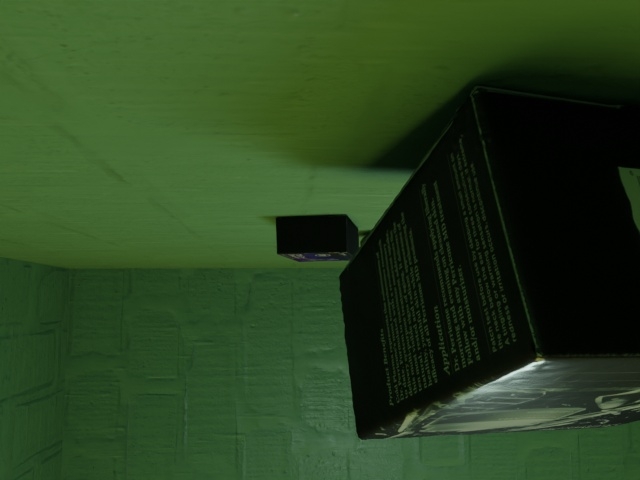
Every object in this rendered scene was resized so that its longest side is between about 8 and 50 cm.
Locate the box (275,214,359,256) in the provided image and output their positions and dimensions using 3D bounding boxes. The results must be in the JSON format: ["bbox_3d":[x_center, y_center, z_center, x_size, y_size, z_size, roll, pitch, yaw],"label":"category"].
[{"bbox_3d":[0.000,0.000,1.529,0.184,0.103,0.261,-4,173,10],"label":"box"}]

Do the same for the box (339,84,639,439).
[{"bbox_3d":[0.327,0.081,0.765,0.480,0.297,0.472,3,154,-15],"label":"box"}]

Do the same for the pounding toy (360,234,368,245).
[{"bbox_3d":[0.189,0.014,1.767,0.183,0.110,0.237,-19,-167,36],"label":"pounding toy"}]
